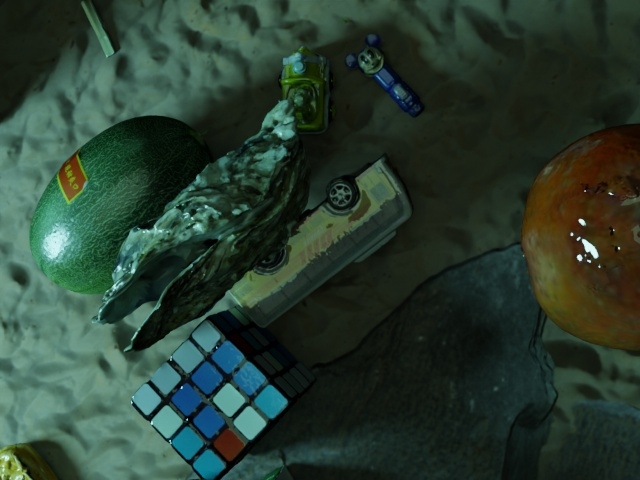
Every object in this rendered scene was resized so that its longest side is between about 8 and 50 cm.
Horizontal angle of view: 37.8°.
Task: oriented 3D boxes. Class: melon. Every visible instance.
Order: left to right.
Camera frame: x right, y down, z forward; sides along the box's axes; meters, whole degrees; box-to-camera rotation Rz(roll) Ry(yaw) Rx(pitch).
[{"bbox_3d":[-0.244,-0.051,1.195,0.287,0.182,0.182,-38,85,8],"label":"melon"}]

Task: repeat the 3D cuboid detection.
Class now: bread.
[{"bbox_3d":[-0.418,0.339,1.310,0.083,0.044,0.111,-37,88,11],"label":"bread"}]

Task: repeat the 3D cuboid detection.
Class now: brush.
[{"bbox_3d":[-0.304,-0.292,1.283,0.016,0.013,0.084,-24,95,15],"label":"brush"}]

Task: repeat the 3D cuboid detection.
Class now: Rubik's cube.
[{"bbox_3d":[-0.119,0.192,1.194,0.151,0.155,0.154,45,98,8],"label":"Rubik's cube"}]

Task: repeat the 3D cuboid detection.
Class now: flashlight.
[{"bbox_3d":[0.087,-0.208,1.202,0.057,0.035,0.121,-42,84,8],"label":"flashlight"}]

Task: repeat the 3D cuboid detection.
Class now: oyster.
[{"bbox_3d":[-0.121,-0.013,1.097,0.158,0.162,0.351,37,89,-12],"label":"oyster"}]

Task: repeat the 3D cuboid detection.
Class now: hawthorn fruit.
[{"bbox_3d":[0.364,-0.012,1.029,0.276,0.307,0.276,-1,79,4],"label":"hawthorn fruit"}]

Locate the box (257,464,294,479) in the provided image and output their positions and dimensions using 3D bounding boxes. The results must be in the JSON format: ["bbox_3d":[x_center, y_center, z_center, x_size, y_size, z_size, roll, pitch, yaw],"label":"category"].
[{"bbox_3d":[-0.099,0.409,1.237,0.199,0.081,0.135,-34,86,12],"label":"box"}]

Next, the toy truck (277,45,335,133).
[{"bbox_3d":[-0.022,-0.194,1.201,0.076,0.077,0.111,-1,92,10],"label":"toy truck"}]

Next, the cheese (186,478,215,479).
[{"bbox_3d":[-0.108,0.450,1.133,0.384,0.104,0.384,-1,112,-2],"label":"cheese"}]

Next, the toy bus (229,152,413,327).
[{"bbox_3d":[0.000,0.000,1.201,0.268,0.092,0.106,-38,94,9],"label":"toy bus"}]
